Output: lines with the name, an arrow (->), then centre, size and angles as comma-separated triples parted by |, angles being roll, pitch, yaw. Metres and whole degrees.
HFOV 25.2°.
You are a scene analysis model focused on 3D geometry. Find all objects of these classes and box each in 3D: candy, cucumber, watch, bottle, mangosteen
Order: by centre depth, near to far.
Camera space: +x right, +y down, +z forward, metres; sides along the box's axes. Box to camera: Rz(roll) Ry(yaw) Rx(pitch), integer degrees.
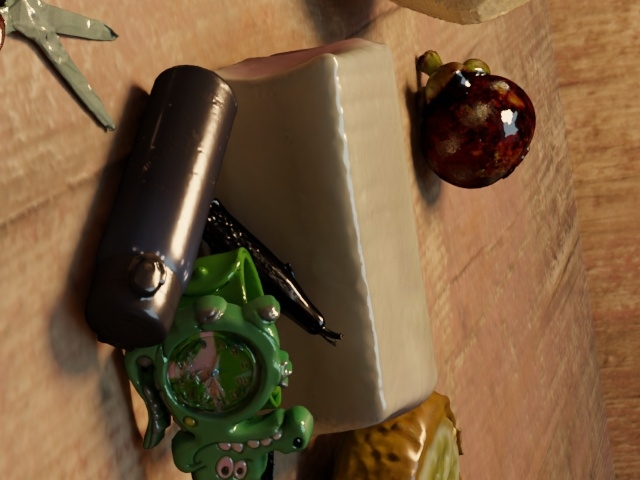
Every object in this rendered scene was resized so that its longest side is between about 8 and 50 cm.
bottle -> -0.119, -0.028, 1.087 | 0.082, 0.072, 0.244 | 126, -19, -49
watch -> -0.082, 0.096, 1.134 | 0.152, 0.131, 0.165 | -94, 168, -73
cucumber -> -0.043, 0.030, 1.210 | 0.039, 0.163, 0.043 | -46, 178, -18
candy -> 0.003, -0.001, 1.318 | 0.208, 0.145, 0.359 | -24, 106, -69
candy -> 0.082, 0.276, 1.475 | 0.260, 0.118, 0.260 | 1, 90, -76
mangosteen -> 0.199, -0.159, 1.921 | 0.184, 0.172, 0.172 | 45, 36, -21

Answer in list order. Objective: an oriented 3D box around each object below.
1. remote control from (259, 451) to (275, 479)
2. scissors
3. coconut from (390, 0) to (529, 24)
remote control -> -0.054, 0.219, 1.295 | 0.039, 0.014, 0.096 | 45, 42, -59
scissors -> -0.197, -0.155, 0.993 | 0.247, 0.017, 0.144 | 38, 49, -65
coconut -> 0.154, -0.413, 1.583 | 0.360, 0.346, 0.346 | -45, 126, -67
